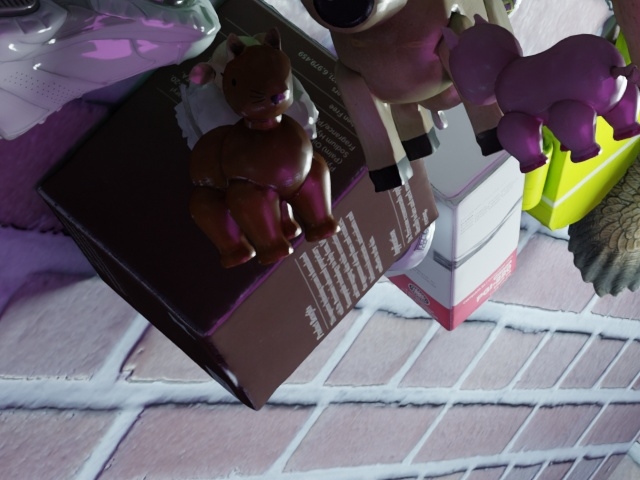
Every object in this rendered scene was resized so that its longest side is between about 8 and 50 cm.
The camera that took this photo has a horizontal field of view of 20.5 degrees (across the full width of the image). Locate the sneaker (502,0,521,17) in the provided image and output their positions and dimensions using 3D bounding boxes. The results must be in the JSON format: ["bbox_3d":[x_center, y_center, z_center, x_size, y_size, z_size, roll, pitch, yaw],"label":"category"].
[{"bbox_3d":[0.142,-0.194,1.511,0.035,0.031,0.083,-4,130,-60],"label":"sneaker"}]

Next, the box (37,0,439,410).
[{"bbox_3d":[-0.050,-0.026,1.227,0.203,0.167,0.168,-46,158,-11],"label":"box"}]

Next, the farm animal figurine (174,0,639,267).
[{"bbox_3d":[0.065,-0.127,0.979,0.330,0.172,0.327,-21,-172,1],"label":"farm animal figurine"}]

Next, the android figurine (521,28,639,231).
[{"bbox_3d":[0.286,-0.117,1.874,0.248,0.056,0.273,-39,155,-28],"label":"android figurine"}]

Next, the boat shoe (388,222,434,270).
[{"bbox_3d":[0.000,0.000,1.405,0.076,0.228,0.080,11,82,-28],"label":"boat shoe"}]

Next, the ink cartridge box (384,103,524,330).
[{"bbox_3d":[0.082,-0.047,1.456,0.092,0.158,0.218,-42,157,-17],"label":"ink cartridge box"}]

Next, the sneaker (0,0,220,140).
[{"bbox_3d":[-0.158,-0.112,1.019,0.232,0.090,0.115,-11,144,-48],"label":"sneaker"}]

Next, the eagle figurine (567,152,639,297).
[{"bbox_3d":[0.428,-0.076,1.984,0.298,0.225,0.226,-51,170,-18],"label":"eagle figurine"}]
